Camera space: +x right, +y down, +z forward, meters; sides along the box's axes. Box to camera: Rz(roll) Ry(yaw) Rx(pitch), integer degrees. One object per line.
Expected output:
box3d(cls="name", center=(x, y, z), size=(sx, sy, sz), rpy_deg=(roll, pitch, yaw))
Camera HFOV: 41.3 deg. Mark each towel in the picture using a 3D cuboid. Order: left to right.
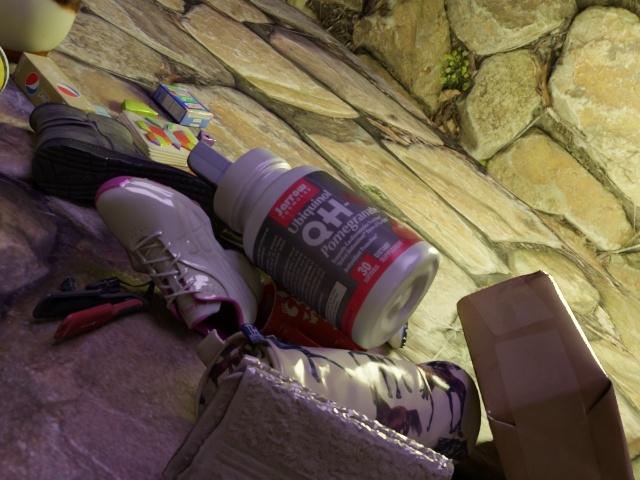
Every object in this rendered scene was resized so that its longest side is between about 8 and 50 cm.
box3d(cls="towel", center=(-0.013, 0.256, 0.923), size=(0.282, 0.187, 0.049), rpy_deg=(28, 18, -13))

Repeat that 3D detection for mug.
box3d(cls="mug", center=(-0.009, 0.125, 1.303), size=(0.169, 0.113, 0.150), rpy_deg=(20, -4, -24))

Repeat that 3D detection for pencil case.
box3d(cls="pencil case", center=(0.035, 0.214, 1.123), size=(0.410, 0.160, 0.183), rpy_deg=(15, 43, -40))

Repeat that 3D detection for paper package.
box3d(cls="paper package", center=(0.336, 0.260, 1.270), size=(0.325, 0.168, 0.309), rpy_deg=(-89, 160, -67))

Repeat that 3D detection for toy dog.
box3d(cls="toy dog", center=(-0.633, -0.502, 1.538), size=(0.408, 0.284, 0.395), rpy_deg=(23, 24, -32))

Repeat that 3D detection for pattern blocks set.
box3d(cls="pattern blocks set", center=(-0.305, -0.198, 1.704), size=(0.285, 0.026, 0.325), rpy_deg=(42, 23, 21))

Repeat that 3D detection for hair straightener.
box3d(cls="hair straightener", center=(-0.293, 0.067, 1.114), size=(0.089, 0.047, 0.230), rpy_deg=(40, 21, 13))

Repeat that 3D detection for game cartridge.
box3d(cls="game cartridge", center=(-0.103, -0.065, 1.461), size=(0.294, 0.060, 0.196), rpy_deg=(36, -6, -10))

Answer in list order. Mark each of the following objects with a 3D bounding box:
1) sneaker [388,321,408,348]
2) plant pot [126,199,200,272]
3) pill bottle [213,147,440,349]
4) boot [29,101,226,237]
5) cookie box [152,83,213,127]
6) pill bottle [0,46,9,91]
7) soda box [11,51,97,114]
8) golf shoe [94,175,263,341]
box3d(cls="sneaker", center=(0.104, 0.114, 1.572), size=(0.086, 0.085, 0.237), rpy_deg=(-2, 37, -15))
box3d(cls="plant pot", center=(-0.231, -0.012, 1.310), size=(0.109, 0.096, 0.109), rpy_deg=(17, 28, -38))
box3d(cls="pill bottle", center=(0.000, 0.000, 1.242), size=(0.318, 0.176, 0.176), rpy_deg=(36, 20, 21))
box3d(cls="boot", center=(-0.314, -0.130, 1.421), size=(0.338, 0.118, 0.222), rpy_deg=(25, 20, -27))
box3d(cls="cookie box", center=(-0.307, -0.300, 1.898), size=(0.107, 0.040, 0.092), rpy_deg=(44, 22, 23))
box3d(cls="pill bottle", center=(-0.570, -0.247, 1.290), size=(0.119, 0.119, 0.208), rpy_deg=(31, 21, -8))
box3d(cls="soda box", center=(-0.484, -0.266, 1.542), size=(0.181, 0.058, 0.061), rpy_deg=(46, 24, 27))
box3d(cls="golf shoe", center=(-0.190, 0.035, 1.179), size=(0.306, 0.115, 0.140), rpy_deg=(43, 27, -30))
